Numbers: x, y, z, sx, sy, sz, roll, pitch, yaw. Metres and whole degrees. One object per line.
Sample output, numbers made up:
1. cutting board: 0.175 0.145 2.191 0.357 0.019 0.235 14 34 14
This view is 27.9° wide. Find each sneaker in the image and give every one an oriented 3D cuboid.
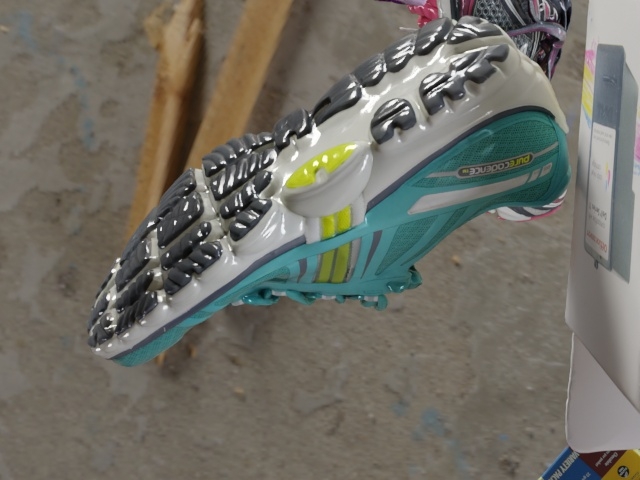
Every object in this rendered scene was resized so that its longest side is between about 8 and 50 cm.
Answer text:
1. sneaker: 0.140 -0.142 0.969 0.112 0.299 0.121 -2 36 28
2. sneaker: 0.000 0.000 0.657 0.275 0.110 0.107 -28 31 16

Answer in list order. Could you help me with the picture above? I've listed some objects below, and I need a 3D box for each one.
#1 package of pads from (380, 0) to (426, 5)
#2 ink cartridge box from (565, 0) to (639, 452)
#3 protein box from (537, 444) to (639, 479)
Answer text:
1. package of pads: 0.005 -0.122 0.496 0.050 0.083 0.032 21 86 45
2. ink cartridge box: 0.232 -0.039 0.593 0.207 0.119 0.354 -2 108 -7
3. protein box: 0.354 0.292 1.421 0.200 0.201 0.136 42 106 16
